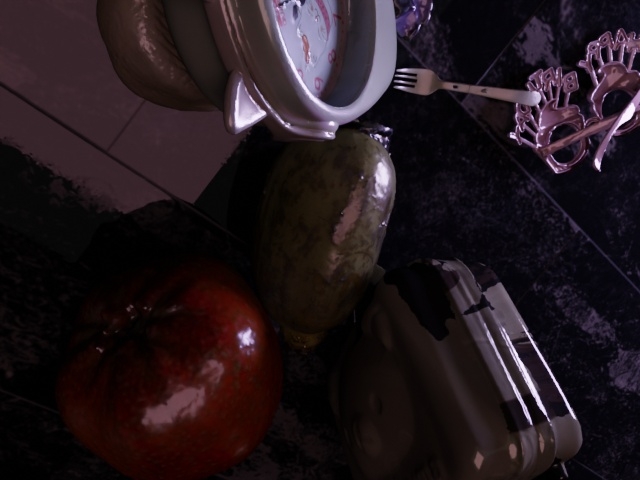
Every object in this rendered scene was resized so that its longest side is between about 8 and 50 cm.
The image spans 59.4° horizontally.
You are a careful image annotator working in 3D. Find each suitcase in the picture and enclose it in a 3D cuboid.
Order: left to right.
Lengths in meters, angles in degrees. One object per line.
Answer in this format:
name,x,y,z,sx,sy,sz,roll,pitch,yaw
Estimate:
suitcase,0.119,0.185,0.729,0.194,0.339,0.351,-5,145,-21

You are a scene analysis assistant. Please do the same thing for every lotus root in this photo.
lotus root,0.000,0.000,0.688,0.173,0.173,0.309,10,103,-23

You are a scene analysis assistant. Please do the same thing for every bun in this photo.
bun,-0.144,-0.214,0.582,0.166,0.114,0.173,-45,127,-28

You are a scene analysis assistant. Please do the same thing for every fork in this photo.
fork,0.199,-0.206,0.753,0.220,0.028,0.033,3,102,-14

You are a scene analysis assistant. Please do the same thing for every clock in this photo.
clock,-0.034,-0.227,0.518,0.324,0.109,0.265,-53,137,-47

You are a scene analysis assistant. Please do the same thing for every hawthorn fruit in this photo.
hawthorn fruit,-0.164,0.167,0.685,0.254,0.254,0.300,-27,145,-8

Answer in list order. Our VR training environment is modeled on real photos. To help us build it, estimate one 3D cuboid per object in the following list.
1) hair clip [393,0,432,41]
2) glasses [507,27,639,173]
hair clip,0.082,-0.330,0.658,0.124,0.052,0.195,-32,123,1
glasses,0.388,-0.197,0.801,0.256,0.095,0.162,-33,101,-7
